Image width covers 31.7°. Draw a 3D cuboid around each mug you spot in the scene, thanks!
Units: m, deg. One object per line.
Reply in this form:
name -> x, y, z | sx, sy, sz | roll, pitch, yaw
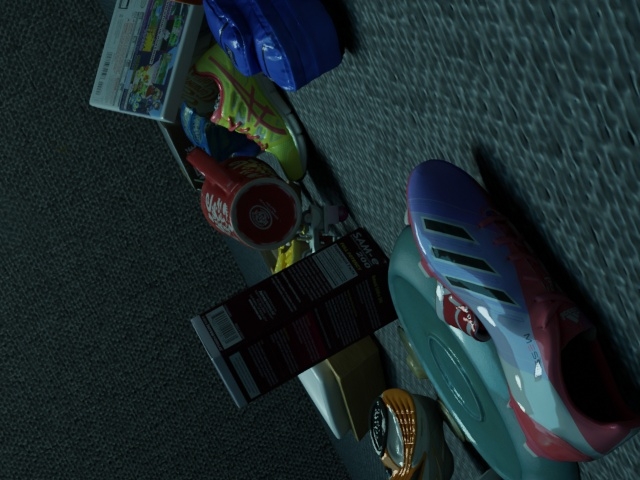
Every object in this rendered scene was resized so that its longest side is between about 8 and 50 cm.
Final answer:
mug -> -0.103, -0.048, 1.442 | 0.169, 0.150, 0.113 | -144, 68, -72

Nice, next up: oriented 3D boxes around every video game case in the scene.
video game case -> -0.218, -0.259, 1.445 | 0.023, 0.201, 0.183 | 15, -179, -43

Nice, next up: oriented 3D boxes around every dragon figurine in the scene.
dragon figurine -> -0.135, -0.154, 1.532 | 0.085, 0.144, 0.289 | 53, 169, 40

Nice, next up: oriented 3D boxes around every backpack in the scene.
backpack -> -0.039, -0.191, 1.003 | 0.120, 0.101, 0.098 | 53, 176, 22

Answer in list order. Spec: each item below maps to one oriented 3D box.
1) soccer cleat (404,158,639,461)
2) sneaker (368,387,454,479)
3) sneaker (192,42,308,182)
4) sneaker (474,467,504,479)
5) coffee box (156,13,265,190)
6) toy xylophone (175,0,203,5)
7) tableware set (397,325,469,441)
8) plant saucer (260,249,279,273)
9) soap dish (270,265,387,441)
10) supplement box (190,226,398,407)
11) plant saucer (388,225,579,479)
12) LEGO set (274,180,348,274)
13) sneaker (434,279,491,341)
soccer cleat -> 0.146, 0.043, 0.812 | 0.095, 0.083, 0.248 | -36, 77, 52
sneaker -> 0.134, 0.326, 1.470 | 0.099, 0.121, 0.262 | -5, 80, 41
sneaker -> -0.089, -0.158, 1.422 | 0.208, 0.094, 0.081 | 60, 170, -5
sneaker -> 0.220, 0.372, 1.367 | 0.147, 0.105, 0.295 | 55, 176, 25
coffee box -> -0.176, -0.209, 1.607 | 0.098, 0.141, 0.246 | 53, 168, 40
toy xylophone -> -0.198, -0.294, 1.139 | 0.236, 0.323, 0.081 | -121, 42, -66
tableware set -> 0.145, 0.180, 1.421 | 0.168, 0.020, 0.141 | 57, 173, 18
plant saucer -> -0.060, 0.067, 2.204 | 0.277, 0.041, 0.278 | 59, 171, 16
soap dish -> 0.015, 0.182, 1.865 | 0.229, 0.118, 0.291 | 56, 171, 29
supplement box -> -0.026, 0.096, 1.391 | 0.073, 0.239, 0.130 | 56, 170, 36
plant saucer -> 0.151, 0.131, 1.144 | 0.317, 0.044, 0.317 | 58, 172, 13
LEGO set -> 0.000, 0.000, 1.538 | 0.287, 0.107, 0.132 | -135, 52, -76
sneaker -> 0.127, 0.034, 0.962 | 0.067, 0.042, 0.118 | 35, 146, 47
